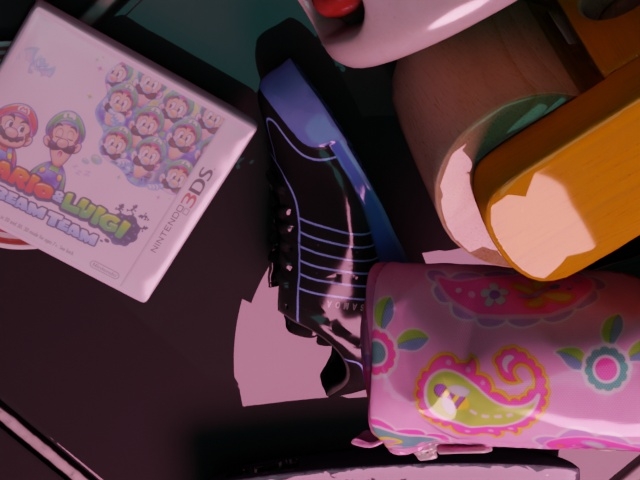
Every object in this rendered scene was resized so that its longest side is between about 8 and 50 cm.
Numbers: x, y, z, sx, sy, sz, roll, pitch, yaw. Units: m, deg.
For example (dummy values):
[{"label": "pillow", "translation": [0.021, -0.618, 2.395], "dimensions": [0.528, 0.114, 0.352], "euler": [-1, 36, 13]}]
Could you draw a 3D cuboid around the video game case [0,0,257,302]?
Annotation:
[{"label": "video game case", "translation": [-0.142, -0.053, 1.172], "dimensions": [0.157, 0.019, 0.143], "euler": [29, 110, -15]}]

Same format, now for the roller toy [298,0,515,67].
[{"label": "roller toy", "translation": [0.056, -0.196, 1.016], "dimensions": [0.191, 0.209, 0.146], "euler": [-25, 103, 26]}]

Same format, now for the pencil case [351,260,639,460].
[{"label": "pencil case", "translation": [0.160, 0.075, 1.105], "dimensions": [0.284, 0.124, 0.124], "euler": [1, 115, 11]}]

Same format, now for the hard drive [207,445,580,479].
[{"label": "hard drive", "translation": [0.049, 0.220, 1.303], "dimensions": [0.254, 0.054, 0.172], "euler": [-3, 114, -2]}]

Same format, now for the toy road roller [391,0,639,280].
[{"label": "toy road roller", "translation": [0.232, -0.074, 1.110], "dimensions": [0.329, 0.202, 0.241], "euler": [-30, 123, 9]}]

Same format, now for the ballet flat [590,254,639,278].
[{"label": "ballet flat", "translation": [0.327, 0.039, 1.214], "dimensions": [0.400, 0.139, 0.139], "euler": [-19, 114, 10]}]

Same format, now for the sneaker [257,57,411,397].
[{"label": "sneaker", "translation": [0.000, 0.000, 1.188], "dimensions": [0.090, 0.081, 0.232], "euler": [-27, 114, 1]}]

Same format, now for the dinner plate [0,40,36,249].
[{"label": "dinner plate", "translation": [-0.191, -0.061, 1.185], "dimensions": [0.141, 0.017, 0.141], "euler": [-1, 113, -2]}]
